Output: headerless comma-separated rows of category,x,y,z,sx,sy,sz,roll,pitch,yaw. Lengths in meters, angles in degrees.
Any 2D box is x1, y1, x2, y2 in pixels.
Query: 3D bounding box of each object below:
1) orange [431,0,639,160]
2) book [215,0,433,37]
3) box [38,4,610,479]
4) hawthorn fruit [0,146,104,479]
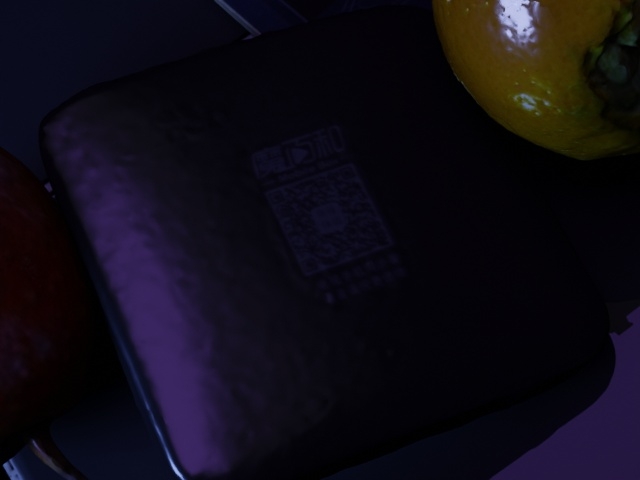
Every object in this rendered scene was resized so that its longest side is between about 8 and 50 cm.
orange,0.160,-0.140,0.861,0.158,0.237,0.179,-31,66,29
book,0.016,-0.221,1.046,0.191,0.025,0.269,-42,61,-7
box,0.000,0.000,0.863,0.290,0.073,0.289,-20,68,-17
hawthorn fruit,-0.249,0.046,0.869,0.263,0.235,0.231,17,98,38
